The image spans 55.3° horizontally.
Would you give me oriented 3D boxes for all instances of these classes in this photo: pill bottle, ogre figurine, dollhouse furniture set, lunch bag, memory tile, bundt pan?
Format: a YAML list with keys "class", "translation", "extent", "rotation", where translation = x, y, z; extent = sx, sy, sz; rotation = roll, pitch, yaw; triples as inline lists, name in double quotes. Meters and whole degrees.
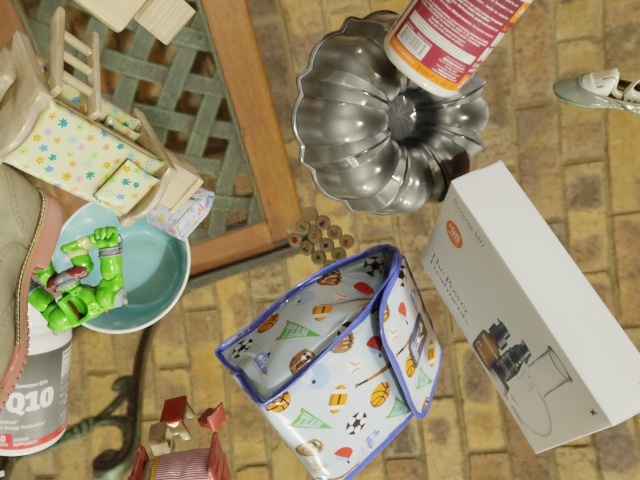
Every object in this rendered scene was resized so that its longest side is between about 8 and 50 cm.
- class: "pill bottle"
  translation: [-0.528, 0.216, 1.081]
  extent: [0.161, 0.161, 0.283]
  rotation: [-61, 161, -74]
- class: "ogre figurine"
  translation: [-0.367, 0.067, 0.908]
  extent: [0.097, 0.197, 0.118]
  rotation: [144, -78, -86]
- class: "dollhouse furniture set"
  translation: [-0.116, -0.096, 0.443]
  extent: [0.182, 0.161, 0.101]
  rotation: [31, 17, -49]
- class: "lunch bag"
  translation: [0.058, 0.233, 1.172]
  extent: [0.239, 0.385, 0.328]
  rotation: [32, -25, 49]
- class: "lunch bag"
  translation: [-0.205, -0.053, 0.884]
  extent: [0.083, 0.071, 0.053]
  rotation: [-52, 156, -29]
- class: "pill bottle"
  translation: [0.185, -0.296, 0.743]
  extent: [0.221, 0.121, 0.121]
  rotation: [-51, -159, 34]
- class: "memory tile"
  translation: [0.000, 0.000, 1.430]
  extent: [0.113, 0.148, 0.012]
  rotation: [-57, 165, 18]
- class: "bundt pan"
  translation: [0.128, -0.191, 0.944]
  extent: [0.124, 0.330, 0.331]
  rotation: [24, -53, 63]
- class: "dollhouse furniture set"
  translation: [-0.334, 0.504, 1.541]
  extent: [0.374, 0.201, 0.152]
  rotation: [-99, 177, -64]

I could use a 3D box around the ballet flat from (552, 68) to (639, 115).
- class: "ballet flat"
  translation: [0.503, -0.253, 1.019]
  extent: [0.068, 0.213, 0.072]
  rotation: [88, 26, -54]

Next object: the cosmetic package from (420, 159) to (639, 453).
- class: "cosmetic package"
  translation: [0.301, 0.111, 0.922]
  extent: [0.284, 0.097, 0.377]
  rotation: [95, -30, -63]

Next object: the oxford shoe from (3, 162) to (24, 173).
- class: "oxford shoe"
  translation: [-0.483, -0.138, 0.872]
  extent: [0.348, 0.130, 0.123]
  rotation: [-6, 63, -41]

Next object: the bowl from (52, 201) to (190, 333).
- class: "bowl"
  translation: [-0.437, 0.061, 1.413]
  extent: [0.163, 0.311, 0.312]
  rotation: [79, 5, -80]

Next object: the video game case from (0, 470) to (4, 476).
- class: "video game case"
  translation: [-0.637, 0.434, 1.083]
  extent: [0.087, 0.122, 0.011]
  rotation: [10, 61, -60]

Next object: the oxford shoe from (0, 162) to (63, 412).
- class: "oxford shoe"
  translation: [-0.437, 0.073, 0.728]
  extent: [0.146, 0.140, 0.397]
  rotation: [58, 24, -52]
